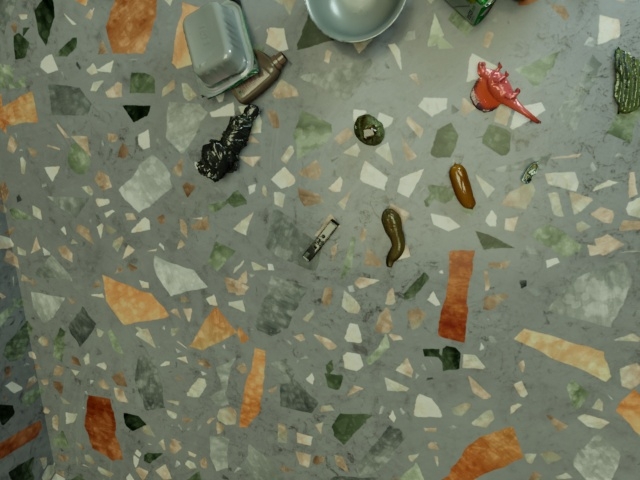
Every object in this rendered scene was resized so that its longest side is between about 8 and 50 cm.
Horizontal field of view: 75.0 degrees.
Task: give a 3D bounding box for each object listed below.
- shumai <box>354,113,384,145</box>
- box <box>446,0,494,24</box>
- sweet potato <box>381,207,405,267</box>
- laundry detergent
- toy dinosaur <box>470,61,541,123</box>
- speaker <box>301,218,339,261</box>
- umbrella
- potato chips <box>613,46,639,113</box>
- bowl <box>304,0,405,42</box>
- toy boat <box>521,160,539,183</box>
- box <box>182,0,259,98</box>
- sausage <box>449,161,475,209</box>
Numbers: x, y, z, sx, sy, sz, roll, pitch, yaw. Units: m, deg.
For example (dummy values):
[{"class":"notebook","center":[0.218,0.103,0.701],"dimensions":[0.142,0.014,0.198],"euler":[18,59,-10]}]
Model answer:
[{"class":"shumai","center":[0.170,-0.398,1.508],"dimensions":[0.123,0.087,0.099],"euler":[38,110,5]},{"class":"box","center":[0.443,-0.809,1.302],"dimensions":[0.250,0.180,0.103],"euler":[44,104,3]},{"class":"sweet potato","center":[0.279,-0.011,1.582],"dimensions":[0.081,0.062,0.233],"euler":[0,106,30]},{"class":"laundry detergent","center":[-0.249,-0.646,1.566],"dimensions":[0.237,0.076,0.171],"euler":[-36,88,18]},{"class":"toy dinosaur","center":[0.599,-0.469,1.404],"dimensions":[0.139,0.070,0.286],"euler":[-35,95,29]},{"class":"speaker","center":[0.000,0.000,1.660],"dimensions":[0.040,0.046,0.191],"euler":[40,108,4]},{"class":"umbrella","center":[-0.364,-0.393,1.634],"dimensions":[0.154,0.128,0.337],"euler":[25,101,-8]},{"class":"potato chips","center":[0.973,-0.507,1.313],"dimensions":[0.091,0.028,0.208],"euler":[-9,101,15]},{"class":"bowl","center":[0.127,-0.825,1.388],"dimensions":[0.345,0.157,0.346],"euler":[3,103,14]},{"class":"toy boat","center":[0.722,-0.234,1.431],"dimensions":[0.038,0.038,0.083],"euler":[27,108,7]},{"class":"box","center":[-0.392,-0.721,1.528],"dimensions":[0.264,0.106,0.337],"euler":[-19,82,18]},{"class":"sausage","center":[0.503,-0.191,1.487],"dimensions":[0.062,0.054,0.183],"euler":[-10,104,46]}]
